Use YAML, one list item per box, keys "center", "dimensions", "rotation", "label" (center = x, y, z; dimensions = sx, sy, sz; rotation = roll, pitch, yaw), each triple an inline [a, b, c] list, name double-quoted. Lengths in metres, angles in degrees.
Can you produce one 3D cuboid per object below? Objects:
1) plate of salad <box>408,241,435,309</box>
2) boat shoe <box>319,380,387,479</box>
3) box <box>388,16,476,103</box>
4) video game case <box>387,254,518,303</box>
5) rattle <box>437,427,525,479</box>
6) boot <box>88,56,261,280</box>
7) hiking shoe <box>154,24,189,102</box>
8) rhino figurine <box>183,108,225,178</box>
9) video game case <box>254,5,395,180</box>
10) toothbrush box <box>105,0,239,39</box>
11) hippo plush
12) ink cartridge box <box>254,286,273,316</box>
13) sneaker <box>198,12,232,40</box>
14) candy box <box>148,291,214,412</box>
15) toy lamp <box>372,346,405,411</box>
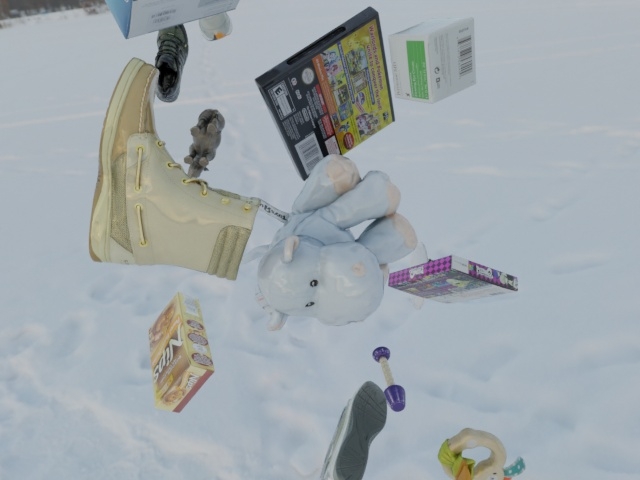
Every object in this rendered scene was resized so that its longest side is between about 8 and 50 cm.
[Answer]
- center: [0.296, 0.104, 1.397]
  dimensions: [0.048, 0.200, 0.200]
  rotation: [3, 29, -3]
  label: "plate of salad"
- center: [0.087, 0.512, 1.270]
  dimensions: [0.103, 0.118, 0.320]
  rotation: [-40, 12, 40]
  label: "boat shoe"
- center: [0.173, -0.279, 0.737]
  dimensions: [0.101, 0.101, 0.087]
  rotation: [-28, 34, -23]
  label: "box"
- center: [0.317, 0.102, 1.167]
  dimensions: [0.210, 0.042, 0.232]
  rotation: [17, -22, -24]
  label: "video game case"
- center: [0.325, 0.451, 0.892]
  dimensions: [0.130, 0.199, 0.143]
  rotation: [-49, 16, 0]
  label: "rattle"
- center: [-0.176, -0.082, 0.621]
  dimensions: [0.203, 0.262, 0.095]
  rotation: [11, 8, -10]
  label: "boot"
- center: [-0.390, -0.481, 1.255]
  dimensions: [0.086, 0.227, 0.114]
  rotation: [2, 10, -19]
  label: "hiking shoe"
- center: [-0.305, -0.234, 1.236]
  dimensions: [0.073, 0.243, 0.106]
  rotation: [23, 42, -10]
  label: "rhino figurine"
- center: [0.025, -0.272, 0.941]
  dimensions: [0.248, 0.275, 0.035]
  rotation: [-34, 57, -5]
  label: "video game case"
- center: [-0.274, -0.506, 0.749]
  dimensions: [0.216, 0.296, 0.126]
  rotation: [-31, 9, -27]
  label: "toothbrush box"
- center: [0.000, 0.000, 0.710]
  dimensions: [0.294, 0.235, 0.236]
  rotation: [14, 19, 6]
  label: "hippo plush"
- center: [-0.166, 0.225, 1.804]
  dimensions: [0.109, 0.150, 0.063]
  rotation: [-22, 37, 17]
  label: "ink cartridge box"
- center: [-0.327, -0.690, 1.364]
  dimensions: [0.099, 0.121, 0.263]
  rotation: [-19, 66, 2]
  label: "sneaker"
- center: [-0.428, 0.328, 1.440]
  dimensions: [0.183, 0.087, 0.316]
  rotation: [-50, 37, 15]
  label: "candy box"
- center: [0.244, 0.486, 1.681]
  dimensions: [0.080, 0.080, 0.275]
  rotation: [-8, 26, 0]
  label: "toy lamp"
